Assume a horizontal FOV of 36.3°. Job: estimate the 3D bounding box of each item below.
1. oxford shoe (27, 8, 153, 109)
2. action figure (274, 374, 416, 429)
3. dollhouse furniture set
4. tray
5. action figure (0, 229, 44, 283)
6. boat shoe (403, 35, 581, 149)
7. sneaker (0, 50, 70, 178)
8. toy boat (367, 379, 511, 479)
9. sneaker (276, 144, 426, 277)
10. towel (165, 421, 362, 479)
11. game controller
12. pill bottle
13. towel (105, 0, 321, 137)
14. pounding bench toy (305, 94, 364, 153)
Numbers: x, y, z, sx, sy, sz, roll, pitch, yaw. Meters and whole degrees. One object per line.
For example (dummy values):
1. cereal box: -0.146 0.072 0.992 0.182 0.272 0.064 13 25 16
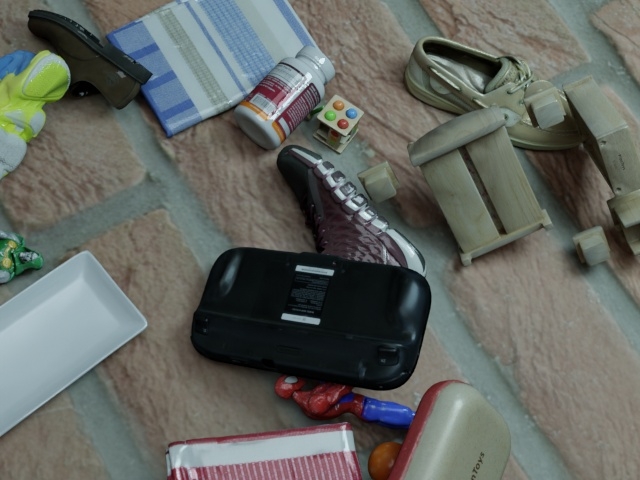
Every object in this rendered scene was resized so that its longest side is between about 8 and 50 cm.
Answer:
1. oxford shoe: -0.361 -0.267 1.440 0.227 0.083 0.096 35 93 22
2. action figure: 0.083 0.192 1.291 0.281 0.091 0.139 12 72 -3
3. dollhouse furniture set: 0.272 -0.079 1.430 0.356 0.303 0.173 -23 30 11
4. tray: -0.376 0.142 1.284 0.270 0.030 0.145 -37 75 -20
5. action figure: -0.490 0.011 1.314 0.232 0.063 0.137 9 62 -7
6. boat shoe: 0.278 -0.229 1.496 0.302 0.098 0.109 23 65 3
7. sneaker: -0.464 -0.178 1.398 0.126 0.091 0.240 29 73 38
8. toy boat: 0.120 0.282 1.180 0.151 0.151 0.231 47 57 -33
9. sneaker: 0.000 0.000 1.360 0.162 0.106 0.281 -43 71 -11
10. towel: -0.052 0.383 1.128 0.237 0.037 0.328 -4 68 -10
11. game controller: -0.017 0.095 1.275 0.319 0.067 0.166 7 59 23
12. pill bottle: -0.050 -0.214 1.445 0.086 0.086 0.152 39 74 10
13. towel: -0.160 -0.297 1.506 0.285 0.034 0.209 -30 75 -16
14. pounding bench toy: 0.014 -0.183 1.459 0.083 0.065 0.052 33 67 8
